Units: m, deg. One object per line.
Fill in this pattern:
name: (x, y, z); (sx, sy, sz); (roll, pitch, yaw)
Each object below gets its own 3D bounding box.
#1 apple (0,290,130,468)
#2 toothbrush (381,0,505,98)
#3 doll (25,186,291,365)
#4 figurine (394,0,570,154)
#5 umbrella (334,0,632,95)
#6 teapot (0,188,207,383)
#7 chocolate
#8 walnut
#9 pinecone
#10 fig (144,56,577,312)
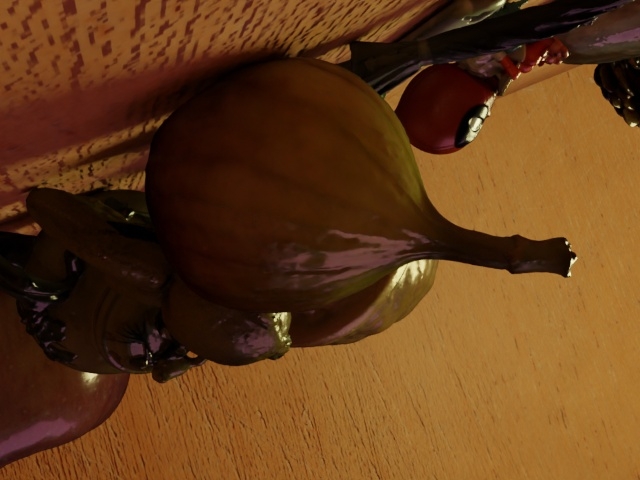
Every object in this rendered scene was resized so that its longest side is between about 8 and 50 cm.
apple: (-0.377, 0.144, 1.204); (0.306, 0.235, 0.306); (-21, 179, 0)
toothbrush: (0.036, -0.114, 0.803); (0.042, 0.040, 0.418); (-16, 179, -21)
doll: (-0.104, 0.009, 0.705); (0.097, 0.210, 0.137); (-57, 165, -9)
figurine: (0.113, -0.121, 0.775); (0.140, 0.075, 0.068); (-39, 180, 7)
umbrella: (0.077, -0.119, 0.615); (0.269, 0.044, 0.044); (-16, -131, 21)
teapot: (-0.174, 0.048, 0.891); (0.183, 0.173, 0.269); (32, -171, 41)
chocolate: (0.317, -0.212, 0.910); (0.254, 0.080, 0.157); (-21, -178, 27)
walnut: (0.000, 0.000, 1.231); (0.285, 0.285, 0.296); (-21, 145, 27)
pinecone: (0.478, -0.251, 1.386); (0.204, 0.179, 0.184); (-43, -170, 42)
fig: (0.015, -0.035, 0.561); (0.231, 0.143, 0.160); (-8, -176, 30)
